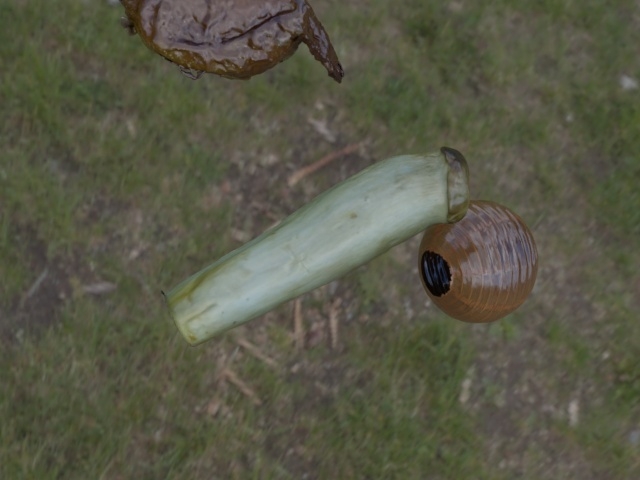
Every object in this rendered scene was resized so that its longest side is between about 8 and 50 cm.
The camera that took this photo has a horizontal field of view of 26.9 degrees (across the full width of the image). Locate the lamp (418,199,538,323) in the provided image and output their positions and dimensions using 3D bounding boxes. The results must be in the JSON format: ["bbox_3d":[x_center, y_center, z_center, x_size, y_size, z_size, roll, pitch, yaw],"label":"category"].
[{"bbox_3d":[0.172,0.023,1.460,0.136,0.136,0.136,8,58,-13],"label":"lamp"}]

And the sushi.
[{"bbox_3d":[-0.117,-0.283,1.658,0.296,0.179,0.167,3,98,3],"label":"sushi"}]

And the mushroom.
[{"bbox_3d":[0.000,0.000,1.232,0.312,0.100,0.081,-27,95,-4],"label":"mushroom"}]
